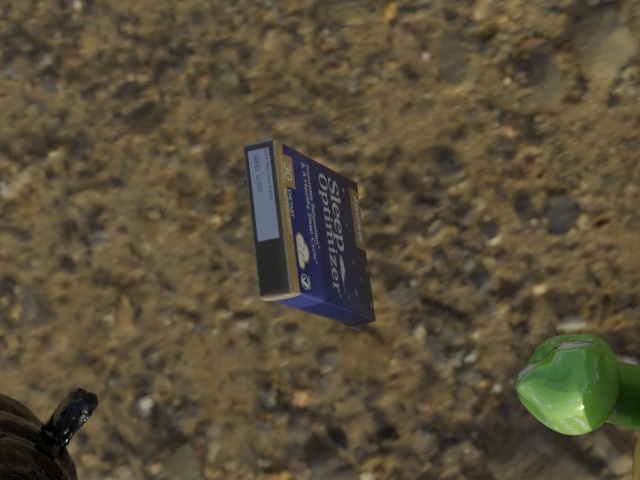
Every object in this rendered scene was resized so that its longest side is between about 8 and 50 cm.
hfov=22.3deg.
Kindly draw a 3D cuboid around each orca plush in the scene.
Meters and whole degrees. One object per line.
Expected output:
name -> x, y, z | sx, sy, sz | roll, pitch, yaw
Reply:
orca plush -> -0.181, 0.115, 0.942 | 0.151, 0.287, 0.102 | 41, 82, 1

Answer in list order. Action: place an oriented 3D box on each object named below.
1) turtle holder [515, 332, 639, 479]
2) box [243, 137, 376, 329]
turtle holder -> 0.314, 0.147, 1.100 | 0.243, 0.227, 0.320 | -42, 68, 22
box -> 0.000, 0.000, 1.450 | 0.036, 0.225, 0.136 | -12, 76, 20
